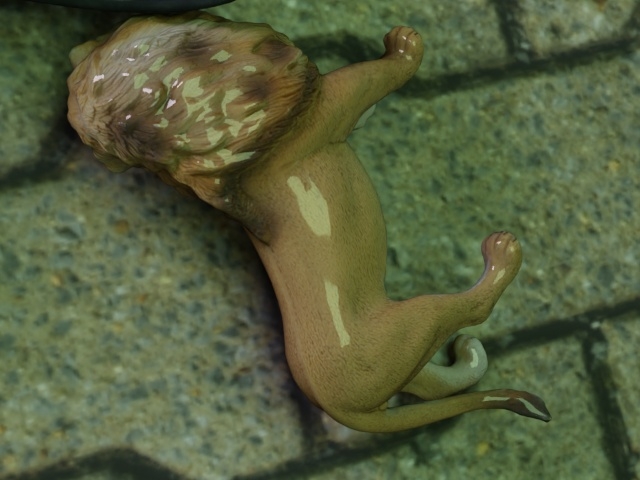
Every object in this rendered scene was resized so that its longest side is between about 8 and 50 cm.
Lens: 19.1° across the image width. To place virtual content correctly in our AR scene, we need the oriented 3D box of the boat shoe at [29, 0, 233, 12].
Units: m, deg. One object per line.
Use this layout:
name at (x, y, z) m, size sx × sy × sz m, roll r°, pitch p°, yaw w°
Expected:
boat shoe at (-0.249, -0.245, 1.188) m, size 0.500 × 0.186 × 0.156 m, roll 8°, pitch 37°, yaw -22°

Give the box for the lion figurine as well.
lion figurine at (0.000, 0.000, 1.313) m, size 0.240 × 0.142 × 0.392 m, roll -29°, pitch 89°, yaw -39°
